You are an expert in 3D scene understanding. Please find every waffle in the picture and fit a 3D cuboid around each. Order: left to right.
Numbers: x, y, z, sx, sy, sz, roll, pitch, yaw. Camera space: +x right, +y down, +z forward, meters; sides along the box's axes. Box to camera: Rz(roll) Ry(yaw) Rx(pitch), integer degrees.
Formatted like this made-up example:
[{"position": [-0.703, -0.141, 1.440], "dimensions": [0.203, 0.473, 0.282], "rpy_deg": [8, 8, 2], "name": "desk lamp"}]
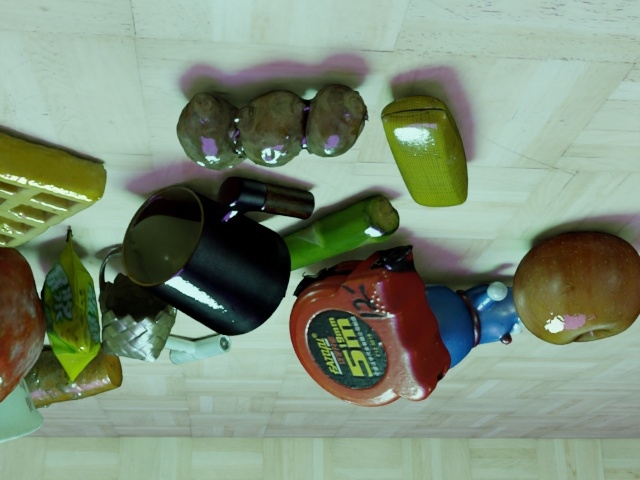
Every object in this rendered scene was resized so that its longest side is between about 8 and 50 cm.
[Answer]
[{"position": [-0.422, -0.063, 1.108], "dimensions": [0.221, 0.055, 0.248], "rpy_deg": [19, 151, -41], "name": "waffle"}]

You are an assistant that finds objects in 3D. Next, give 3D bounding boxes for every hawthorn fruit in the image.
[{"position": [-0.532, 0.124, 1.288], "dimensions": [0.285, 0.284, 0.284], "rpy_deg": [-1, 159, 0], "name": "hawthorn fruit"}]

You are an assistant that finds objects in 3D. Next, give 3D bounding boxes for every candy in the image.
[{"position": [-0.393, 0.114, 1.406], "dimensions": [0.081, 0.187, 0.297], "rpy_deg": [-9, 166, -22], "name": "candy"}]

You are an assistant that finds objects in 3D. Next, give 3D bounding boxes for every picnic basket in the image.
[{"position": [-0.286, 0.085, 1.418], "dimensions": [0.128, 0.137, 0.178], "rpy_deg": [4, 122, 4], "name": "picnic basket"}]

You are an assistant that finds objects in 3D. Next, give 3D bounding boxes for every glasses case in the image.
[{"position": [0.126, -0.097, 1.027], "dimensions": [0.079, 0.064, 0.234], "rpy_deg": [-5, 159, 14], "name": "glasses case"}]

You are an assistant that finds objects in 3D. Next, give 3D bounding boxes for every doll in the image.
[{"position": [0.233, 0.132, 1.548], "dimensions": [0.257, 0.161, 0.215], "rpy_deg": [-13, 148, -14], "name": "doll"}]

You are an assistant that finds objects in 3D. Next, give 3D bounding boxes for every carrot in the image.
[{"position": [-0.589, 0.294, 1.948], "dimensions": [0.302, 0.138, 0.138], "rpy_deg": [-13, 157, 11], "name": "carrot"}]

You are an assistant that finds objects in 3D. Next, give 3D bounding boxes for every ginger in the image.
[{"position": [-0.050, -0.119, 0.943], "dimensions": [0.204, 0.080, 0.104], "rpy_deg": [-2, 154, 9], "name": "ginger"}]

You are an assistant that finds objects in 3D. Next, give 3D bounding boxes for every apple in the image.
[{"position": [0.393, 0.078, 1.361], "dimensions": [0.201, 0.162, 0.201], "rpy_deg": [1, 158, 0], "name": "apple"}]

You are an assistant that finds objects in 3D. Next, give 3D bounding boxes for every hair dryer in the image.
[{"position": [-0.300, 0.209, 1.853], "dimensions": [0.155, 0.044, 0.183], "rpy_deg": [-19, 150, 34], "name": "hair dryer"}]

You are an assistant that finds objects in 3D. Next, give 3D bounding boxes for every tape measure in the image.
[{"position": [0.071, 0.139, 1.431], "dimensions": [0.261, 0.253, 0.114], "rpy_deg": [-11, -162, 38], "name": "tape measure"}]

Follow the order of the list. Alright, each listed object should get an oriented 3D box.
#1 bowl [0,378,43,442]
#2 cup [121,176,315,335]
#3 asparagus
[{"position": [-0.730, 0.248, 1.648], "dimensions": [0.435, 0.195, 0.435], "rpy_deg": [2, -178, 0], "name": "bowl"}, {"position": [-0.135, -0.005, 1.210], "dimensions": [0.166, 0.239, 0.177], "rpy_deg": [37, -178, 42], "name": "cup"}, {"position": [0.000, 0.002, 1.289], "dimensions": [0.067, 0.060, 0.278], "rpy_deg": [3, 162, -40], "name": "asparagus"}]
